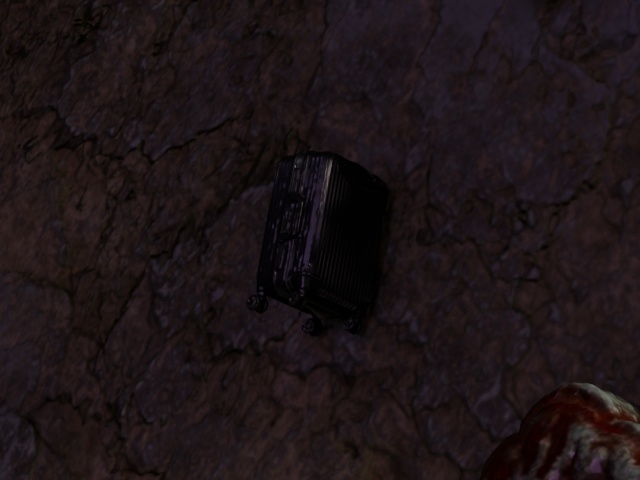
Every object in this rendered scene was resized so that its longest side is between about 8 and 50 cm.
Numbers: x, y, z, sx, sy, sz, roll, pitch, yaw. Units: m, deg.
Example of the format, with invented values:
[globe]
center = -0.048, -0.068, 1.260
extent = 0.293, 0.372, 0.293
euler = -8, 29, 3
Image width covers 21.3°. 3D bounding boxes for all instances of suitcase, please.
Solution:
[suitcase]
center = 0.000, 0.000, 1.254
extent = 0.059, 0.086, 0.126
euler = -5, 68, 41

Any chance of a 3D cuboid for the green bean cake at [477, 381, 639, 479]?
[green bean cake]
center = 0.166, 0.210, 0.986
extent = 0.198, 0.097, 0.232
euler = -50, 45, 14
